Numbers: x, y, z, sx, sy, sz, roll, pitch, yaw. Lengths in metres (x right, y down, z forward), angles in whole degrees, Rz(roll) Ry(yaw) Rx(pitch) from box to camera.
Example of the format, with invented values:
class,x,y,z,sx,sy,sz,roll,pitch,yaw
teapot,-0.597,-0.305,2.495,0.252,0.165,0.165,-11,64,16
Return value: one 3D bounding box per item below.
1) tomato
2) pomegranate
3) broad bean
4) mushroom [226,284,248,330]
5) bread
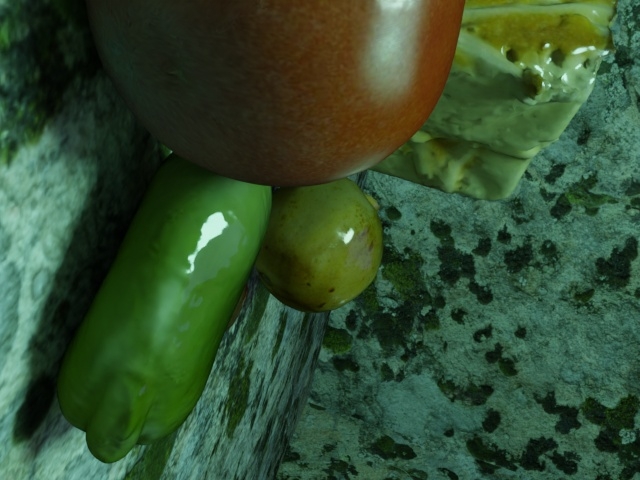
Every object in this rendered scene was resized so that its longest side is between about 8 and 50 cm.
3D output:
class,x,y,z,sx,sy,sz,roll,pitch,yaw
tomato,-0.028,-0.160,0.450,0.224,0.256,0.255,-47,158,-38
pomegranate,-0.007,0.003,1.093,0.233,0.233,0.233,17,90,-83
broad bean,-0.129,0.042,0.589,0.238,0.119,0.291,152,-39,-83
mushroom,-0.129,0.059,0.847,0.170,0.080,0.135,-61,177,-45
bread,0.118,-0.271,0.777,0.279,0.390,0.371,79,27,-66
